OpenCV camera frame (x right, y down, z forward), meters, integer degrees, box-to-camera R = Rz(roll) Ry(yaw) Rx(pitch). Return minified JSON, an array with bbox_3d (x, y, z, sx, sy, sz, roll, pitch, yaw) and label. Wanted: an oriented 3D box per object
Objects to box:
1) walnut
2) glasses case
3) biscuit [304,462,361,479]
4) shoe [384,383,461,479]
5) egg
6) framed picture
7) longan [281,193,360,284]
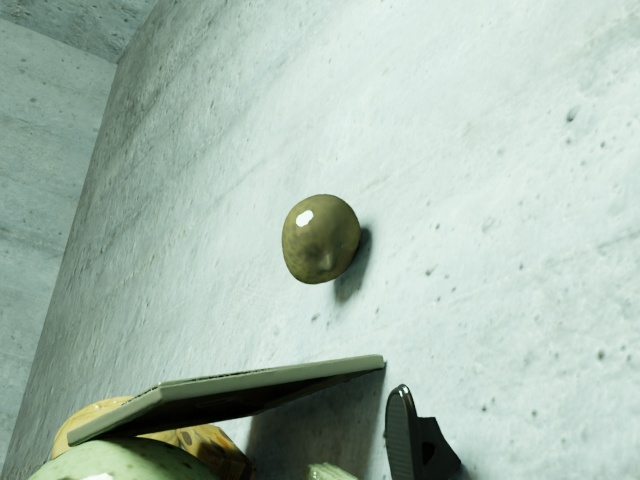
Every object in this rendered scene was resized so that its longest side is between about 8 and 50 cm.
[{"bbox_3d":[-0.315,0.322,1.395,0.165,0.197,0.165,169,90,-84],"label":"walnut"},{"bbox_3d":[-0.142,0.282,1.196,0.170,0.064,0.041,15,86,67],"label":"glasses case"},{"bbox_3d":[0.035,0.273,0.792,0.199,0.040,0.121,179,92,-67],"label":"biscuit"},{"bbox_3d":[0.091,0.199,0.766,0.062,0.053,0.160,156,109,-74],"label":"shoe"},{"bbox_3d":[-0.226,0.372,1.018,0.379,0.287,0.288,127,153,-53],"label":"egg"},{"bbox_3d":[-0.118,0.179,1.004,0.335,0.247,0.022,-33,65,56],"label":"framed picture"},{"bbox_3d":[0.000,0.000,1.065,0.113,0.092,0.113,-46,32,41],"label":"longan"}]
